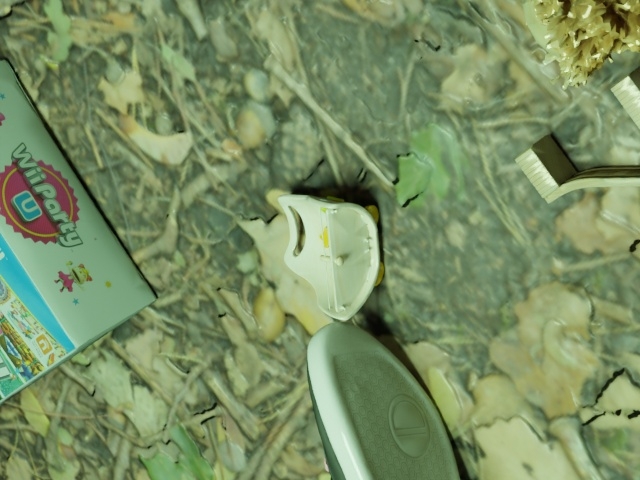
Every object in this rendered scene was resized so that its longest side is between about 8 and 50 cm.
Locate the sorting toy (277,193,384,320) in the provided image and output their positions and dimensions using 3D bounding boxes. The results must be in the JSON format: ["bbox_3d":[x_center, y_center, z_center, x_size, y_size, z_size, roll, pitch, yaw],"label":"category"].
[{"bbox_3d":[0.000,0.000,1.050,0.075,0.045,0.083,18,123,41],"label":"sorting toy"}]

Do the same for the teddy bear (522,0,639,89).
[{"bbox_3d":[0.224,-0.159,0.722,0.338,0.113,0.245,-19,70,47],"label":"teddy bear"}]

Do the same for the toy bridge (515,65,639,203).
[{"bbox_3d":[0.187,-0.066,0.867,0.063,0.026,0.188,54,135,3],"label":"toy bridge"}]

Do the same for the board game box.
[{"bbox_3d":[-0.297,0.026,1.274,0.303,0.097,0.224,-33,89,44],"label":"board game box"}]

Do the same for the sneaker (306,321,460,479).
[{"bbox_3d":[0.028,0.201,1.082,0.147,0.104,0.295,-17,105,39],"label":"sneaker"}]
